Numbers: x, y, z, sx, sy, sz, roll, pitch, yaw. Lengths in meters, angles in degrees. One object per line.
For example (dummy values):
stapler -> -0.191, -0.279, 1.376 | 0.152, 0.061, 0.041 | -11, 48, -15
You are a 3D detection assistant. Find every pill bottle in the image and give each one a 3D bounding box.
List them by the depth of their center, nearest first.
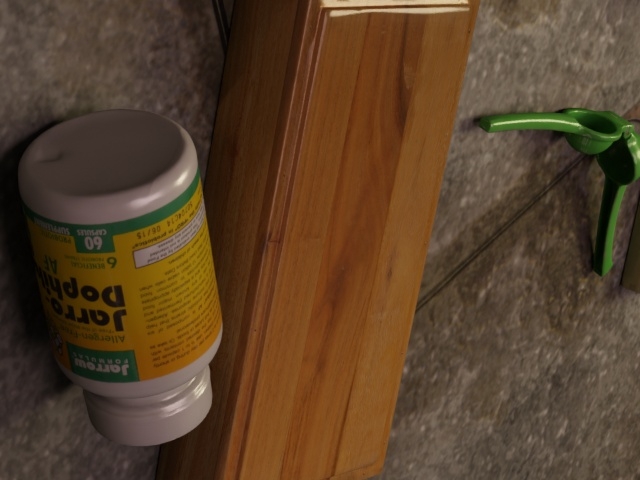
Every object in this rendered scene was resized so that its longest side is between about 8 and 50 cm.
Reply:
pill bottle -> -0.127, 0.029, 1.256 | 0.117, 0.117, 0.208 | -35, 134, -35

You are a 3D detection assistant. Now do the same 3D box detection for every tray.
tray -> 0.000, 0.000, 1.438 | 0.203, 0.076, 0.411 | -10, 116, -49

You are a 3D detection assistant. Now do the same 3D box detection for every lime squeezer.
lime squeezer -> 0.236, -0.076, 1.723 | 0.110, 0.059, 0.310 | -35, 145, 9

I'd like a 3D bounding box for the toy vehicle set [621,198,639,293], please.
toy vehicle set -> 0.411, -0.042, 1.960 | 0.267, 0.035, 0.166 | -10, 117, -49
